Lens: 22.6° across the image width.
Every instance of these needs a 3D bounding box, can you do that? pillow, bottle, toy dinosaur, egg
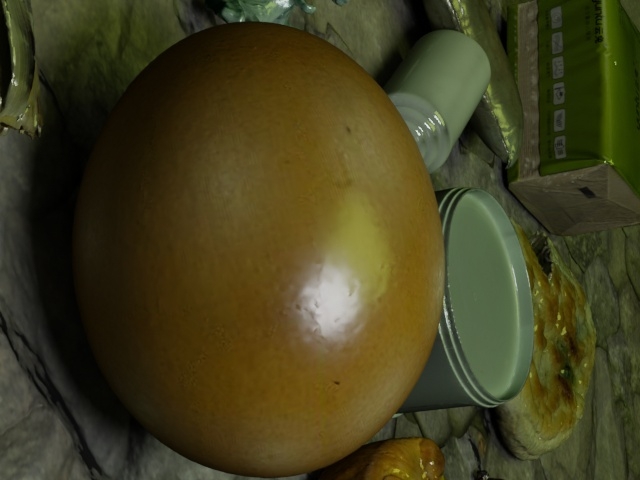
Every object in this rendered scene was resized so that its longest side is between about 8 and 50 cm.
[{"bbox_3d":[0.180,-0.240,1.946,0.185,0.075,0.302,-87,155,-66],"label":"pillow"},{"bbox_3d":[0.111,-0.142,1.772,0.104,0.104,0.245,67,30,-23],"label":"bottle"},{"bbox_3d":[-0.014,-0.253,1.601,0.129,0.076,0.383,50,27,-11],"label":"toy dinosaur"},{"bbox_3d":[-0.048,0.005,1.220,0.282,0.282,0.351,16,64,-60],"label":"egg"}]

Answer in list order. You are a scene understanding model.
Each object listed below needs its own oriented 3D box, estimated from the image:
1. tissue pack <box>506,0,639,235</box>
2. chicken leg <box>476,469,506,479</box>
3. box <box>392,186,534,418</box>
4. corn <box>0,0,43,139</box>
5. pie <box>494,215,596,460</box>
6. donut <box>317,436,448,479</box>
[{"bbox_3d":[0.355,-0.173,2.180,0.200,0.167,0.275,37,48,-53],"label":"tissue pack"},{"bbox_3d":[0.219,0.319,1.898,0.062,0.037,0.145,-45,123,-43],"label":"chicken leg"},{"bbox_3d":[0.109,0.066,1.646,0.226,0.149,0.226,29,56,-56],"label":"box"},{"bbox_3d":[-0.251,-0.214,1.083,0.122,0.123,0.305,-2,83,-64],"label":"corn"},{"bbox_3d":[0.270,0.119,2.015,0.337,0.075,0.337,31,55,-56],"label":"pie"},{"bbox_3d":[0.068,0.300,1.519,0.226,0.113,0.227,30,55,-56],"label":"donut"}]
